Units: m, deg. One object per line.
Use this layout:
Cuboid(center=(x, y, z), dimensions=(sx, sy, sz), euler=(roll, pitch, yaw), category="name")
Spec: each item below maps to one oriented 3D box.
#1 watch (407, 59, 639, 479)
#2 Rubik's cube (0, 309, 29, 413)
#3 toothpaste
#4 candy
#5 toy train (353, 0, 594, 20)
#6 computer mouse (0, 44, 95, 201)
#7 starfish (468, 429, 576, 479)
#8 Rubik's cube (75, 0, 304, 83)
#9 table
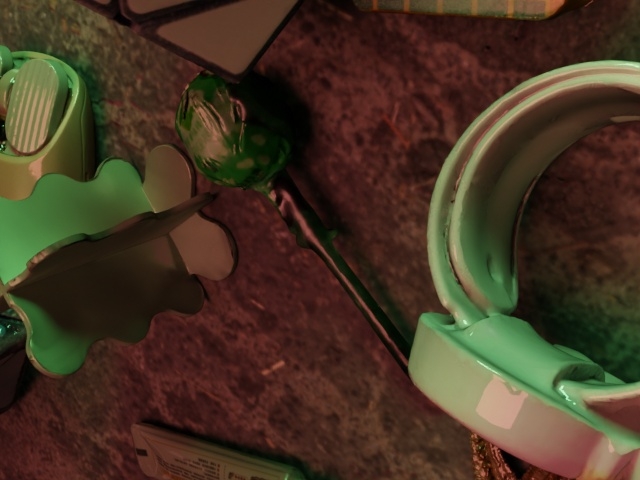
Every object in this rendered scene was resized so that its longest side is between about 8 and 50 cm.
Cuboid(center=(0.194, 0.027, 0.554), dimensions=(0.244, 0.196, 0.231), euler=(27, 97, 31), category="watch")
Cuboid(center=(-0.467, 0.094, 0.933), dimensions=(0.259, 0.260, 0.255), euler=(50, 147, 9), category="Rubik's cube")
Cuboid(center=(-0.092, 0.222, 0.886), dimensions=(0.255, 0.037, 0.067), euler=(2, 112, 38), category="toothpaste")
Cuboid(center=(-0.001, 0.001, 0.732), dimensions=(0.097, 0.097, 0.323), euler=(-36, 91, 38), category="candy")
Cuboid(center=(0.099, -0.192, 0.590), dimensions=(0.188, 0.072, 0.099), euler=(13, 112, 32), category="toy train")
Cuboid(center=(-0.287, -0.068, 0.899), dimensions=(0.145, 0.082, 0.237), euler=(22, 118, 29), category="computer mouse")
Cuboid(center=(0.160, 0.220, 0.698), dimensions=(0.238, 0.057, 0.213), euler=(-49, 65, 29), category="starfish")
Cuboid(center=(-0.100, -0.257, 0.562), dimensions=(0.205, 0.207, 0.205), euler=(-50, 53, 18), category="Rubik's cube")
Cuboid(center=(-0.196, 0.016, 0.787), dimensions=(0.166, 0.198, 0.167), euler=(12, 112, 31), category="table")
